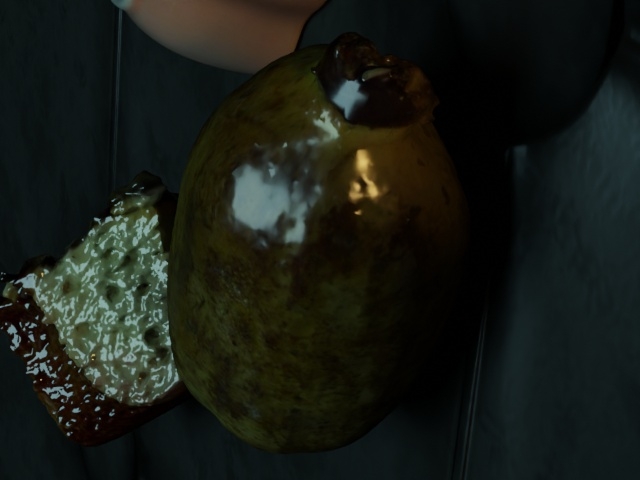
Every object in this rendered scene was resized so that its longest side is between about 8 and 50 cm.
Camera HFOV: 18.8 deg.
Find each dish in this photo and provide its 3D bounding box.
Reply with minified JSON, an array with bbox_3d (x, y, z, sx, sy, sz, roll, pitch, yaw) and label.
[{"bbox_3d":[-0.072,-0.192,1.050,0.213,0.090,0.213,173,90,-66],"label":"dish"}]

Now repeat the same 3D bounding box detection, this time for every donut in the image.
[{"bbox_3d":[-0.114,0.047,1.192,0.187,0.144,0.126,-25,78,33],"label":"donut"}]

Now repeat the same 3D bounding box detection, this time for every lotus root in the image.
[{"bbox_3d":[0.000,0.000,0.899,0.145,0.128,0.260,53,149,26],"label":"lotus root"}]
